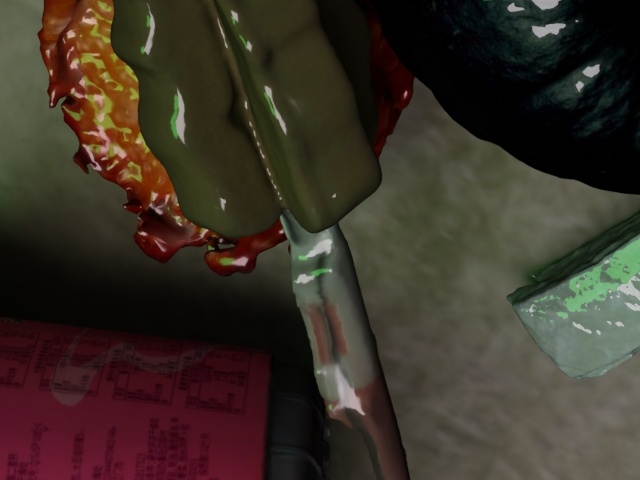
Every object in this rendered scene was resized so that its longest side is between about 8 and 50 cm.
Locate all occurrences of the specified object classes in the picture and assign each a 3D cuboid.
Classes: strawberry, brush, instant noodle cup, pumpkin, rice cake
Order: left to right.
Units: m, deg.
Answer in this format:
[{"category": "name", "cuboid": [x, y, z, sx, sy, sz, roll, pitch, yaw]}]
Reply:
[{"category": "instant noodle cup", "cuboid": [-0.087, 0.135, 0.711, 0.181, 0.302, 0.258, 2, 87, 1]}, {"category": "strawberry", "cuboid": [-0.031, -0.067, 0.655, 0.145, 0.086, 0.145, 7, 118, 12]}, {"category": "brush", "cuboid": [0.000, 0.000, 0.595, 0.071, 0.084, 0.301, -5, 120, 22]}, {"category": "pumpkin", "cuboid": [0.107, -0.108, 0.561, 0.202, 0.140, 0.202, 0, 120, 0]}, {"category": "rice cake", "cuboid": [0.169, -0.025, 0.645, 0.245, 0.042, 0.045, -36, 92, 29]}]
